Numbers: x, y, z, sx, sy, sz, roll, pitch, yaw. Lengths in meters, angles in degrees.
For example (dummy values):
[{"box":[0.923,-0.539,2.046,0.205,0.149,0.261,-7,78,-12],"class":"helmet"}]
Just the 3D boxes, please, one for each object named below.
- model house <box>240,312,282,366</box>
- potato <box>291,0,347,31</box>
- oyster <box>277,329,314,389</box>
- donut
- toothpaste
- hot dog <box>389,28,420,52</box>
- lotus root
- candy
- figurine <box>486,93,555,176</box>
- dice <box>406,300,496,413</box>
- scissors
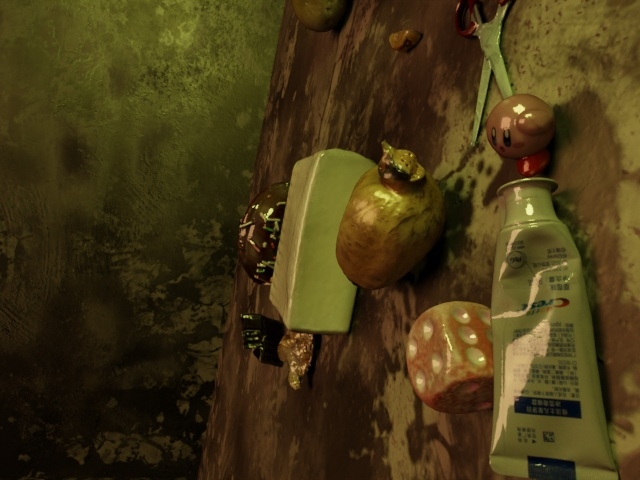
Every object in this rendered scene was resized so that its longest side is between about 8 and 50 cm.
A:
[{"box":[-0.179,0.310,1.375,0.106,0.165,0.152,-49,33,29],"class":"model house"},{"box":[-0.003,-0.698,1.302,0.235,0.160,0.178,56,174,46],"class":"potato"},{"box":[-0.055,0.260,1.108,0.163,0.081,0.191,126,145,-46],"class":"oyster"},{"box":[-0.092,-0.012,1.117,0.103,0.269,0.270,19,102,32],"class":"donut"},{"box":[0.200,0.074,0.419,0.096,0.061,0.266,-7,70,29],"class":"toothpaste"},{"box":[0.153,-0.366,0.844,0.090,0.030,0.034,-128,48,-67],"class":"hot dog"},{"box":[0.100,-0.021,0.665,0.154,0.140,0.257,-58,-9,-39],"class":"lotus root"},{"box":[0.002,0.001,0.946,0.208,0.144,0.359,-156,76,-73],"class":"candy"},{"box":[0.210,-0.119,0.483,0.067,0.071,0.083,-38,32,-2],"class":"figurine"},{"box":[0.153,0.127,0.495,0.091,0.094,0.093,111,158,-43],"class":"dice"},{"box":[0.223,-0.250,0.596,0.144,0.017,0.248,148,128,-68],"class":"scissors"}]
